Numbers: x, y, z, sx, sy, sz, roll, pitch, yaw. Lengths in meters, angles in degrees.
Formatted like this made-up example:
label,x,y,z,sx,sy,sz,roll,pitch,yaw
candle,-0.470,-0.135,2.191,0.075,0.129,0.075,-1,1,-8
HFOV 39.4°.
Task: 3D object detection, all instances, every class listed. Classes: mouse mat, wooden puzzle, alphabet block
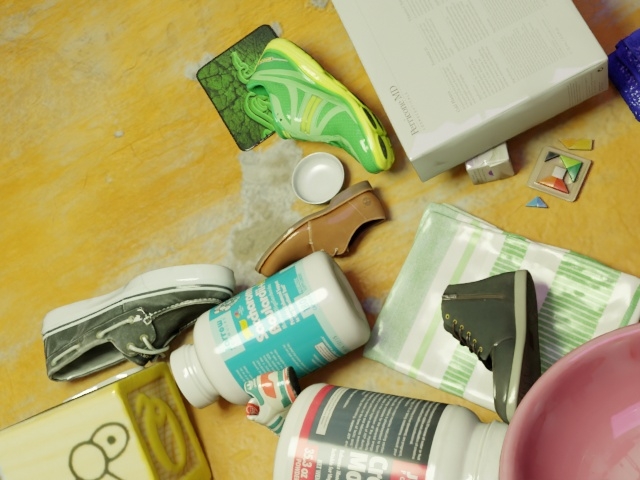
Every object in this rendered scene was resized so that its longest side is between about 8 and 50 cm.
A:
label,x,y,z,sx,sy,sz,roll,pitch,yaw
mouse mat,-0.107,-0.252,1.461,0.152,0.007,0.190,-34,66,5
wooden puzzle,0.335,-0.096,1.258,0.078,0.014,0.116,14,78,22
alphabet block,-0.291,0.297,1.214,0.197,0.193,0.192,-22,90,10

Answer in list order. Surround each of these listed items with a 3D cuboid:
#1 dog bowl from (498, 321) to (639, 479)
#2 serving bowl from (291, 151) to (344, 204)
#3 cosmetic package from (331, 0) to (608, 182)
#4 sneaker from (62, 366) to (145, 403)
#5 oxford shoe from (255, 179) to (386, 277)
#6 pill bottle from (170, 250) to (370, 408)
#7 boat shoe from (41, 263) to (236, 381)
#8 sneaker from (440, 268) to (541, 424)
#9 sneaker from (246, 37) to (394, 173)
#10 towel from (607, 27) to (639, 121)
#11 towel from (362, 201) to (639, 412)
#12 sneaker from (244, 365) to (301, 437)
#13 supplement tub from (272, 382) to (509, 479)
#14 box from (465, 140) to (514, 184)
label,x,y,z,sx,sy,sz,roll,pitch,yaw
dog bowl,0.366,0.253,0.918,0.408,0.150,0.408,-21,37,17
serving bowl,-0.001,-0.091,1.360,0.083,0.027,0.083,-5,72,17
cosmetic package,0.187,-0.311,1.261,0.284,0.097,0.377,-25,66,7
sneaker,-0.314,0.243,1.346,0.134,0.051,0.070,-26,85,-3
oxford shoe,0.000,0.000,1.309,0.212,0.076,0.076,-34,78,7
pill bottle,-0.074,0.135,1.245,0.264,0.146,0.146,-29,66,7
boat shoe,-0.268,0.132,1.331,0.335,0.121,0.119,-21,63,22
sneaker,0.212,0.140,1.134,0.118,0.083,0.222,-11,43,25
sneaker,0.000,-0.185,1.357,0.123,0.109,0.295,-49,61,8
towel,0.547,-0.185,1.183,0.227,0.076,0.308,-28,66,9
towel,0.248,0.104,1.209,0.324,0.038,0.248,21,81,23
sneaker,-0.060,0.232,1.205,0.075,0.161,0.057,-9,44,2
supplement tub,0.095,0.290,1.114,0.272,0.191,0.191,6,75,20
box,0.221,-0.242,1.316,0.063,0.067,0.324,-13,68,14
